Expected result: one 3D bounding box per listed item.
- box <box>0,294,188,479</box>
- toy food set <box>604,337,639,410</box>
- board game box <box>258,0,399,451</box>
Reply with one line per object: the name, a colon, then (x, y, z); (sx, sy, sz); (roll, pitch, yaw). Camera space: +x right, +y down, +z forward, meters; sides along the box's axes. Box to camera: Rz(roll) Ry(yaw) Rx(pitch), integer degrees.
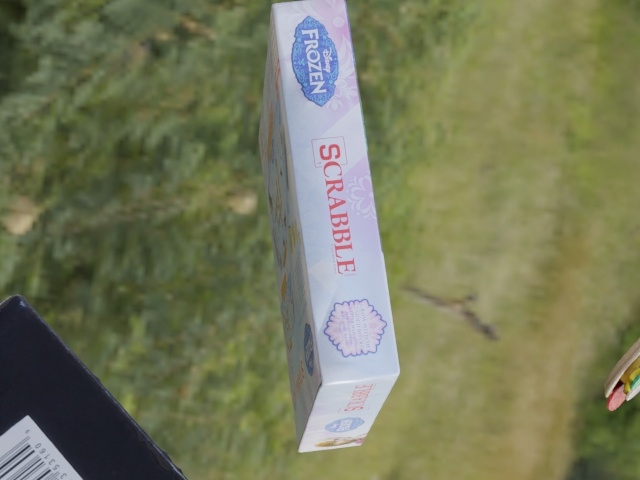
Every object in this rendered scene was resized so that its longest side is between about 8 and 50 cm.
box: (-0.163, 0.250, 1.230); (0.183, 0.296, 0.294); (-38, 148, -13)
toy food set: (0.218, 0.078, 1.143); (0.082, 0.020, 0.083); (-42, 163, -13)
board game box: (0.000, 0.000, 1.492); (0.318, 0.066, 0.318); (104, -20, -74)
